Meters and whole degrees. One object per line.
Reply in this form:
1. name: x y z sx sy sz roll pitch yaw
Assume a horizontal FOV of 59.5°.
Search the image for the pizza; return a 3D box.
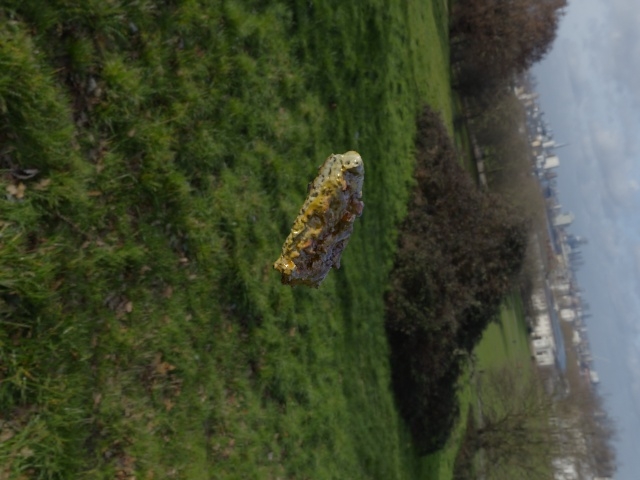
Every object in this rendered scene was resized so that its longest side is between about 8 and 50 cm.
1. pizza: 0.000 0.000 0.934 0.226 0.086 0.336 -54 169 -42
